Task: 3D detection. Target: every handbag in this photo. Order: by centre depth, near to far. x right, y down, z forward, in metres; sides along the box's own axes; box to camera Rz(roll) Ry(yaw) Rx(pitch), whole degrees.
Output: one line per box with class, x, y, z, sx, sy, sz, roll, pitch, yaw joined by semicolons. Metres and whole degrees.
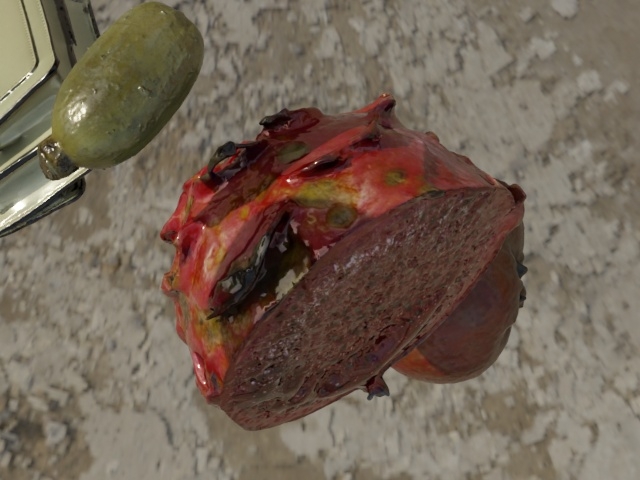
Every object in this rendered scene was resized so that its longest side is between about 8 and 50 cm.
handbag;-0.386;-0.188;1.799;0.237;0.358;0.160;-36;130;10

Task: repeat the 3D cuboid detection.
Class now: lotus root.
lotus root;-0.171;-0.122;1.226;0.090;0.077;0.183;39;75;3

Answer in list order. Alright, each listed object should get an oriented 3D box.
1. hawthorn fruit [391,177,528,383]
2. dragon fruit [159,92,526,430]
hawthorn fruit;0.092;0.023;1.858;0.369;0.285;0.284;15;109;-2
dragon fruit;0.000;0.000;1.460;0.386;0.371;0.249;-31;66;-20
